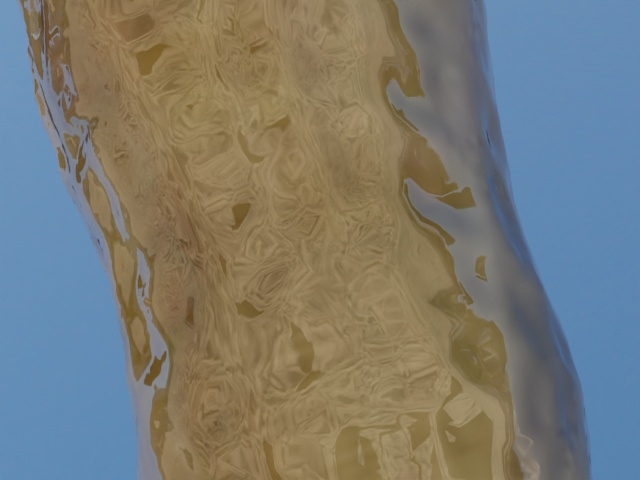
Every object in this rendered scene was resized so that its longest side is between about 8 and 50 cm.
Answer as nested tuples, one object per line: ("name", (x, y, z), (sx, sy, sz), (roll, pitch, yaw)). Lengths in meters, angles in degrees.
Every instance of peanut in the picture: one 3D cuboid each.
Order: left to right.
("peanut", (0.000, 0.000, 0.367), (0.099, 0.099, 0.214), (-25, -110, 19))
